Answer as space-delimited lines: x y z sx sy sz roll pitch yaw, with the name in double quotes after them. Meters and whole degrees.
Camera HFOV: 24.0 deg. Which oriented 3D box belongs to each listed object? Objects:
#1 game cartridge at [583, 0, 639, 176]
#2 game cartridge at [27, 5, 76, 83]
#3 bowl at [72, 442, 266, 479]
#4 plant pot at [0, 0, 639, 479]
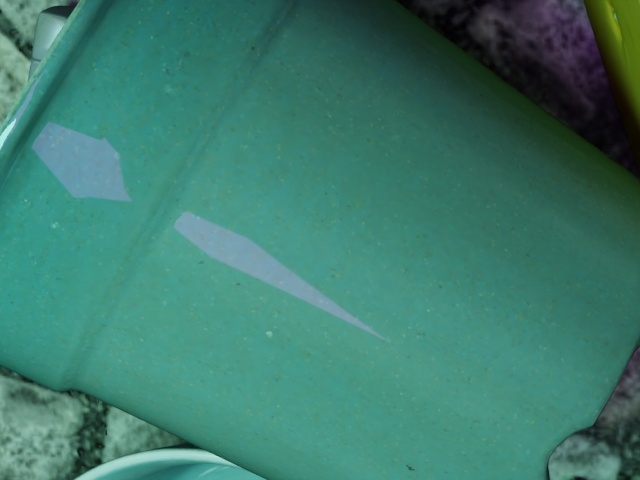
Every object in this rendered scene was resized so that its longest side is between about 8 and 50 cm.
0.215 -0.063 0.873 0.053 0.285 0.323 -20 98 7 "game cartridge"
-0.050 -0.016 1.080 0.355 0.068 0.230 16 111 11 "game cartridge"
-0.054 0.270 1.096 0.312 0.163 0.311 4 104 15 "bowl"
0.000 0.000 0.883 0.334 0.341 0.341 31 110 -2 "plant pot"
